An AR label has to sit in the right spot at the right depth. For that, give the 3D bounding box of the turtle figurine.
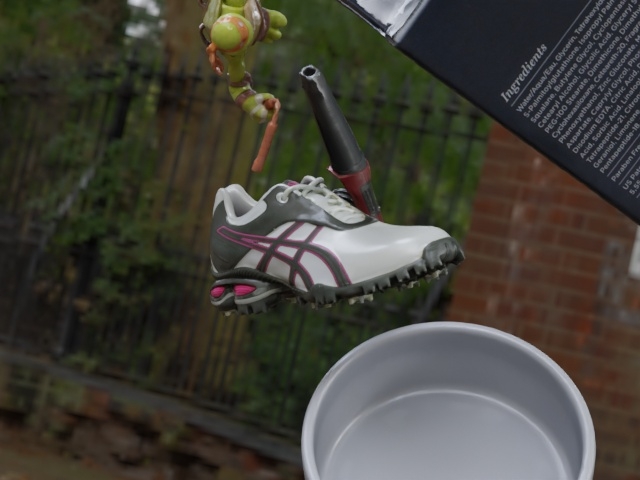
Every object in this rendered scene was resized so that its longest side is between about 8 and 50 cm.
[{"bbox_3d":[-0.081,-0.220,1.671,0.087,0.269,0.217,-4,20,9],"label":"turtle figurine"}]

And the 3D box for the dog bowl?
[{"bbox_3d":[0.117,0.209,1.485,0.265,0.265,0.104,12,-39,14],"label":"dog bowl"}]

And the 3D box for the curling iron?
[{"bbox_3d":[0.014,-0.065,1.432,0.068,0.035,0.274,11,-26,17],"label":"curling iron"}]

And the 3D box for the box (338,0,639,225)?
[{"bbox_3d":[0.241,-0.197,1.580,0.395,0.212,0.293,32,9,-21],"label":"box"}]

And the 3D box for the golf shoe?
[{"bbox_3d":[0.000,0.000,1.432,0.273,0.120,0.105,-6,4,39],"label":"golf shoe"}]
